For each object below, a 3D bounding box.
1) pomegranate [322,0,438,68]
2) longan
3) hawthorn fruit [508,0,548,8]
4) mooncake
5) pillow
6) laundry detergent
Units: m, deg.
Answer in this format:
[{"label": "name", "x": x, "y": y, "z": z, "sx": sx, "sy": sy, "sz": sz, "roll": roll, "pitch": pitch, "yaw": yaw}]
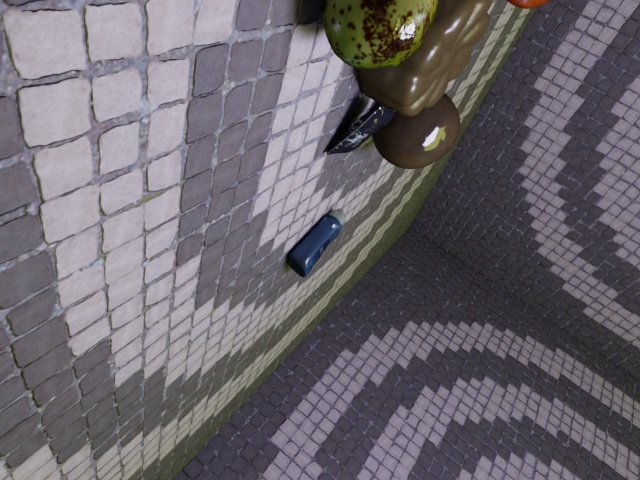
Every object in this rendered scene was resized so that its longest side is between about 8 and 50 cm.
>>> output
[{"label": "pomegranate", "x": 0.112, "y": -0.445, "z": 0.786, "sx": 0.277, "sy": 0.203, "sz": 0.222, "roll": 107, "pitch": 6, "yaw": -58}, {"label": "longan", "x": 0.311, "y": -0.374, "z": 1.465, "sx": 0.297, "sy": 0.297, "sz": 0.297, "roll": -49, "pitch": 165, "yaw": -18}, {"label": "hawthorn fruit", "x": 0.702, "y": -0.942, "z": 1.477, "sx": 0.307, "sy": 0.276, "sz": 0.276, "roll": -7, "pitch": 133, "yaw": -51}, {"label": "mooncake", "x": 0.271, "y": -0.511, "z": 1.161, "sx": 0.378, "sy": 0.200, "sz": 0.378, "roll": -48, "pitch": 164, "yaw": -19}, {"label": "pillow", "x": 0.118, "y": -0.320, "z": 1.305, "sx": 0.208, "sy": 0.055, "sz": 0.141, "roll": -35, "pitch": 176, "yaw": 28}, {"label": "laundry detergent", "x": 0.000, "y": 0.000, "z": 1.669, "sx": 0.290, "sy": 0.094, "sz": 0.143, "roll": -49, "pitch": 161, "yaw": -20}]
